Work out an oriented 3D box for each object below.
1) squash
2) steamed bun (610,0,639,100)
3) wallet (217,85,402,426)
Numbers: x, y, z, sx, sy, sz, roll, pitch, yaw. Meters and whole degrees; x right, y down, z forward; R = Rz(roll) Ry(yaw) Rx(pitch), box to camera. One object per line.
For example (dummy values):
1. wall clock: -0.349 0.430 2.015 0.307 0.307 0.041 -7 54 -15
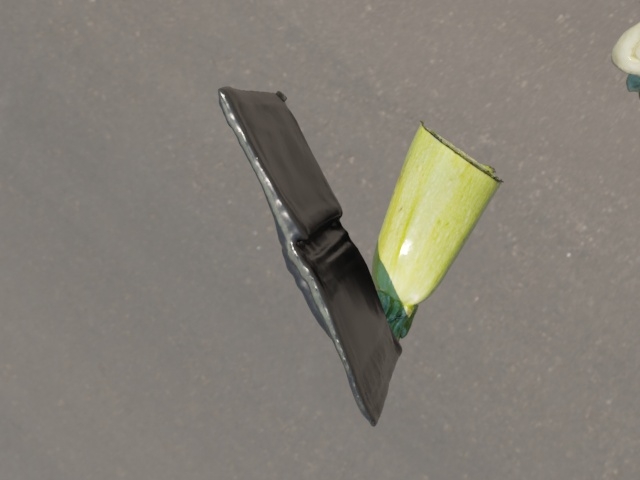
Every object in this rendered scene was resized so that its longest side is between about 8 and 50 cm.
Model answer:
1. squash: 0.126 -0.009 1.081 0.137 0.287 0.137 25 163 8
2. steamed bun: 0.631 -0.304 1.354 0.247 0.339 0.352 38 99 47
3. wallet: 0.000 0.000 0.860 0.041 0.247 0.322 -22 94 11
